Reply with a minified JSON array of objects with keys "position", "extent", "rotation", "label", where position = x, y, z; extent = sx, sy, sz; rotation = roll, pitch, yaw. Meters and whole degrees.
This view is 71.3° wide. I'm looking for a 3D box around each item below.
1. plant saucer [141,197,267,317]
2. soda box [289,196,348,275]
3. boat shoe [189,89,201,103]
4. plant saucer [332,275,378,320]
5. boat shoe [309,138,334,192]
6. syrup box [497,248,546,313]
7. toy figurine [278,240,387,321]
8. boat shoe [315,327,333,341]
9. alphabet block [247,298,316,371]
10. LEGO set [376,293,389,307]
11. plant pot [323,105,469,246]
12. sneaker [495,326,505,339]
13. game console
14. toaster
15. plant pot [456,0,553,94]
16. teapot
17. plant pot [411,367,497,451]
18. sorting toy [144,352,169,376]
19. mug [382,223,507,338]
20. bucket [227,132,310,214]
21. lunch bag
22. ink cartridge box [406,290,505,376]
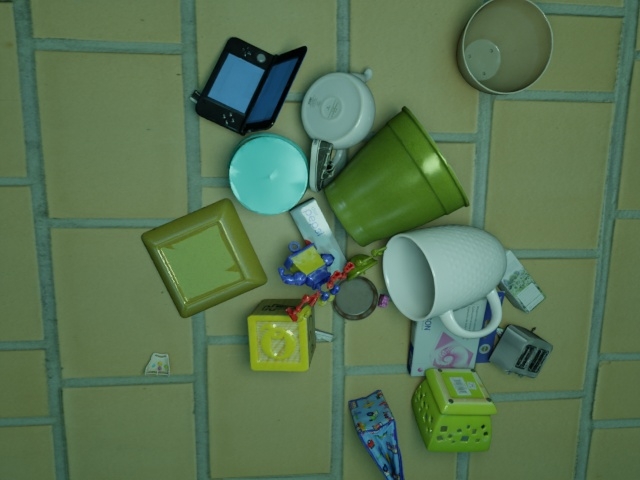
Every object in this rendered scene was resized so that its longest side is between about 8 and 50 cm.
[{"position":[-0.394,0.069,1.507],"extent":[0.333,0.081,0.332],"rotation":[-24,99,-1],"label":"plant saucer"},{"position":[0.000,0.000,1.526],"extent":[0.098,0.091,0.286],"rotation":[-27,100,0],"label":"soda box"},{"position":[-0.363,-0.441,1.450],"extent":[0.125,0.046,0.038],"rotation":[34,99,-1],"label":"boat shoe"},{"position":[0.123,0.204,1.601],"extent":[0.169,0.029,0.168],"rotation":[-1,99,-4],"label":"plant saucer"},{"position":[0.007,-0.225,1.412],"extent":[0.070,0.219,0.077],"rotation":[13,59,7],"label":"boat shoe"},{"position":[0.691,0.140,1.609],"extent":[0.093,0.096,0.237],"rotation":[-42,100,0],"label":"syrup box"},{"position":[-0.002,0.061,1.388],"extent":[0.363,0.191,0.217],"rotation":[-31,69,-28],"label":"toy figurine"},{"position":[-0.005,0.342,1.609],"extent":[0.100,0.035,0.035],"rotation":[19,94,-14],"label":"boat shoe"},{"position":[-0.124,0.310,1.493],"extent":[0.194,0.197,0.192],"rotation":[-3,99,7],"label":"alphabet block"},{"position":[0.286,0.153,1.575],"extent":[0.087,0.093,0.227],"rotation":[20,96,-8],"label":"LEGO set"},{"position":[0.213,-0.168,1.415],"extent":[0.353,0.366,0.366],"rotation":[-33,100,12],"label":"plant pot"},{"position":[0.673,0.360,1.670],"extent":[0.098,0.038,0.069],"rotation":[16,96,-7],"label":"sneaker"},{"position":[-0.214,-0.487,1.356],"extent":[0.250,0.173,0.292],"rotation":[24,78,-8],"label":"game console"},{"position":[0.730,0.400,1.624],"extent":[0.168,0.110,0.185],"rotation":[22,99,-31],"label":"toaster"},{"position":[0.556,-0.600,1.434],"extent":[0.285,0.191,0.283],"rotation":[-1,98,-6],"label":"plant pot"},{"position":[0.073,-0.399,1.433],"extent":[0.256,0.187,0.252],"rotation":[-24,81,25],"label":"teapot"},{"position":[0.469,0.578,1.563],"extent":[0.228,0.228,0.207],"rotation":[3,118,-7],"label":"plant pot"},{"position":[-0.566,0.433,1.569],"extent":[0.084,0.045,0.075],"rotation":[7,91,-6],"label":"sorting toy"},{"position":[0.427,0.126,1.407],"extent":[0.329,0.276,0.373],"rotation":[-11,67,-23],"label":"mug"},{"position":[-0.165,-0.209,1.432],"extent":[0.282,0.183,0.280],"rotation":[-1,99,-7],"label":"bucket"},{"position":[0.221,0.730,1.593],"extent":[0.138,0.221,0.292],"rotation":[-20,100,-2],"label":"lunch bag"},{"position":[0.489,0.337,1.596],"extent":[0.331,0.071,0.323],"rotation":[-2,114,-4],"label":"ink cartridge box"}]
